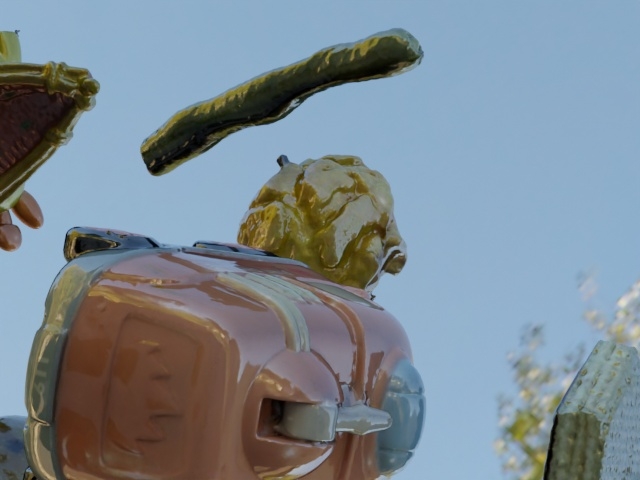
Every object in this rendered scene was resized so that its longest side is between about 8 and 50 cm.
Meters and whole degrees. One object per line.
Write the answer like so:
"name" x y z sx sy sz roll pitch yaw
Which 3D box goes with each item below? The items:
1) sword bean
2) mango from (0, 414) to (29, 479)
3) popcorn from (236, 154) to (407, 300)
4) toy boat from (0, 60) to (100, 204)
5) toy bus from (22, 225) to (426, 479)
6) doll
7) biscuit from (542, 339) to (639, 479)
"sword bean" -0.036 -0.105 1.249 0.269 0.038 0.043 -19 -59 35
"mango" -0.218 0.248 1.349 0.176 0.176 0.329 17 -15 32
"popcorn" 0.000 0.000 1.399 0.152 0.167 0.148 53 -30 8
"toy boat" -0.345 -0.067 1.515 0.141 0.318 0.099 56 -6 -31
"toy bus" -0.054 0.100 1.136 0.232 0.288 0.194 7 -91 39
"doll" -0.342 -0.095 1.659 0.135 0.143 0.221 -16 -101 35
"biscuit" 0.215 0.211 1.214 0.052 0.150 0.252 6 -51 32
